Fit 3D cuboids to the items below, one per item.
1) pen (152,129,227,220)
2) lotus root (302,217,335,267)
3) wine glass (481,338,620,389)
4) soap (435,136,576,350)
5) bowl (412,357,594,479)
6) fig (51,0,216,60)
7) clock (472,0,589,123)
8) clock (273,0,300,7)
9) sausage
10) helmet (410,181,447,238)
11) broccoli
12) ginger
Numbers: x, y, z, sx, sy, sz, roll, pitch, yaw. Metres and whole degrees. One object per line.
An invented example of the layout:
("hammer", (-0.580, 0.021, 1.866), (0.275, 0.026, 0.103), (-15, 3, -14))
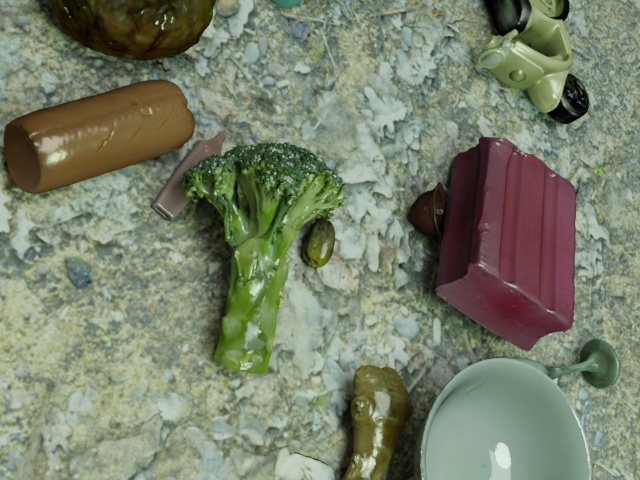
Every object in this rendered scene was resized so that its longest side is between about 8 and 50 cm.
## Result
("pen", (-0.205, -0.114, 1.699), (0.053, 0.032, 0.197), (41, 58, -11))
("lotus root", (0.000, 0.000, 1.769), (0.049, 0.054, 0.099), (18, 64, -18))
("wine glass", (0.369, 0.183, 1.948), (0.309, 0.096, 0.264), (-5, 51, -33))
("soap", (0.345, -0.008, 1.901), (0.233, 0.128, 0.359), (33, 44, -20))
("bowl", (0.266, 0.372, 1.718), (0.345, 0.157, 0.345), (7, 74, -27))
("fig", (-0.271, -0.450, 1.590), (0.286, 0.368, 0.286), (7, 68, -19))
("clock", (0.424, -0.435, 2.180), (0.276, 0.120, 0.379), (9, 62, -34))
("clock", (-0.016, -0.563, 1.960), (0.274, 0.094, 0.223), (-22, 85, -38))
("sausage", (-0.326, -0.164, 1.587), (0.304, 0.121, 0.121), (-24, 86, -38))
("helmet", (0.195, -0.052, 1.913), (0.089, 0.057, 0.111), (60, 31, -44))
("broccoli", (-0.110, 0.015, 1.616), (0.252, 0.221, 0.361), (50, 53, -47))
("ginger", (0.066, 0.328, 1.669), (0.131, 0.086, 0.294), (48, 55, -35))
